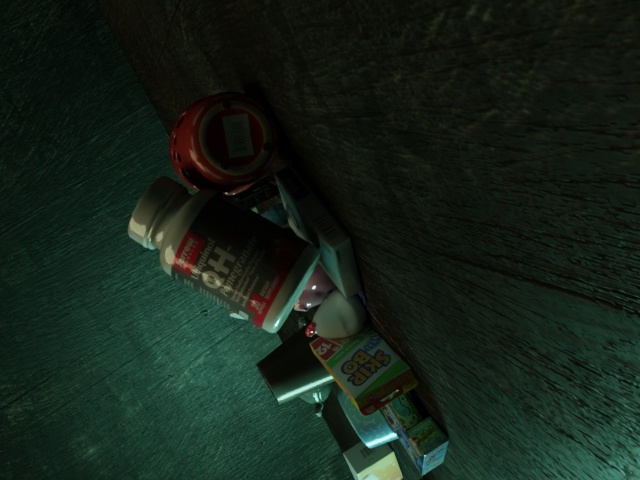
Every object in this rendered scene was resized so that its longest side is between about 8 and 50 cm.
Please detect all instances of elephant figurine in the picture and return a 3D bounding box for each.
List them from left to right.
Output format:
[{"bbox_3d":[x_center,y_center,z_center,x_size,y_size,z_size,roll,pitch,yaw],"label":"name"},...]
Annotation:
[{"bbox_3d":[-0.031,0.401,2.515,0.186,0.169,0.240,25,139,20],"label":"elephant figurine"}]

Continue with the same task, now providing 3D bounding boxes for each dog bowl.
[{"bbox_3d":[0.106,0.386,1.812,0.166,0.074,0.297,58,-179,2],"label":"dog bowl"}]

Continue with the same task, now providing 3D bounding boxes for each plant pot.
[{"bbox_3d":[-0.177,-0.180,1.446,0.191,0.191,0.174,61,166,-8],"label":"plant pot"}]

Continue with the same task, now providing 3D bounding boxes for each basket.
[{"bbox_3d":[-0.048,0.338,2.153,0.204,0.226,0.154,52,167,35],"label":"basket"}]

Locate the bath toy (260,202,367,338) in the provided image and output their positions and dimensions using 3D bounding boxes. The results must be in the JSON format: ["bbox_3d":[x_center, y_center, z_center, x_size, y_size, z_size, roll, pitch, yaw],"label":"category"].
[{"bbox_3d":[-0.036,0.081,1.659,0.348,0.129,0.151,52,167,35],"label":"bath toy"}]

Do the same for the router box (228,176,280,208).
[{"bbox_3d":[-0.155,-0.100,1.747,0.038,0.122,0.092,67,168,-12],"label":"router box"}]

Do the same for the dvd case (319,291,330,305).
[{"bbox_3d":[-0.006,0.108,1.901,0.221,0.018,0.164,64,170,-25],"label":"dvd case"}]

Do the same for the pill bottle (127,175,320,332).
[{"bbox_3d":[-0.175,0.016,1.406,0.318,0.176,0.176,29,166,4],"label":"pill bottle"}]

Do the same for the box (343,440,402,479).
[{"bbox_3d":[0.161,0.682,2.376,0.091,0.130,0.171,49,166,44],"label":"box"}]

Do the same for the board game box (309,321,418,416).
[{"bbox_3d":[0.081,0.241,1.544,0.259,0.124,0.039,44,161,57],"label":"board game box"}]

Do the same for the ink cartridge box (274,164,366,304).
[{"bbox_3d":[0.000,0.000,1.488,0.223,0.045,0.224,52,167,37],"label":"ink cartridge box"}]

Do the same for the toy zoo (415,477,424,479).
[{"bbox_3d":[0.239,0.744,1.996,0.293,0.192,0.030,56,168,25],"label":"toy zoo"}]

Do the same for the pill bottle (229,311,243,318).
[{"bbox_3d":[-0.216,0.122,2.374,0.124,0.124,0.222,98,178,-74],"label":"pill bottle"}]

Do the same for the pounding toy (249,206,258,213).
[{"bbox_3d":[-0.239,-0.064,2.311,0.130,0.100,0.141,54,168,32],"label":"pounding toy"}]

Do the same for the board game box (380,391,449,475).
[{"bbox_3d":[0.189,0.374,1.573,0.194,0.060,0.194,58,169,12],"label":"board game box"}]
